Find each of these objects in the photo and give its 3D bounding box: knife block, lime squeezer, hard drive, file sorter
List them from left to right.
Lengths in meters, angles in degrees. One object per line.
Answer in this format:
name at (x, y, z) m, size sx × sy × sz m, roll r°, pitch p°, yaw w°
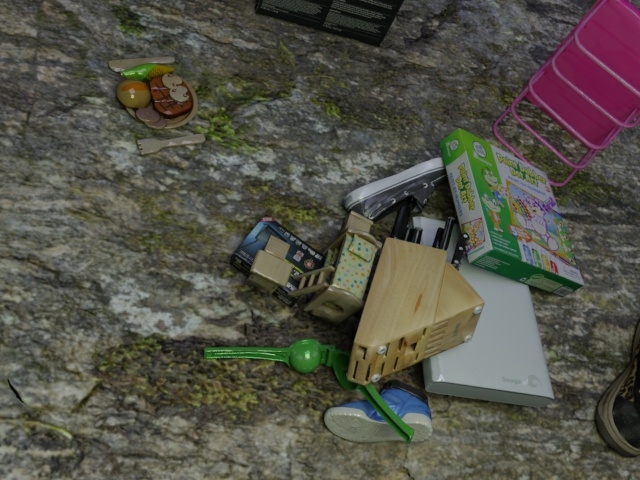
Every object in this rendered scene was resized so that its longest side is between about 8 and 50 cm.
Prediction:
lime squeezer at (-0.006, 0.189, 0.995) m, size 0.310 × 0.059 × 0.110 m, roll 20°, pitch 47°, yaw 15°
knife block at (0.111, 0.058, 1.041) m, size 0.275 × 0.088 × 0.242 m, roll -18°, pitch 48°, yaw -24°
hard drive at (0.250, 0.107, 1.138) m, size 0.203 × 0.040 × 0.307 m, roll 11°, pitch 50°, yaw -15°
file sorter at (0.491, -0.266, 1.316) m, size 0.202 × 0.291 × 0.182 m, roll 42°, pitch 59°, yaw 6°

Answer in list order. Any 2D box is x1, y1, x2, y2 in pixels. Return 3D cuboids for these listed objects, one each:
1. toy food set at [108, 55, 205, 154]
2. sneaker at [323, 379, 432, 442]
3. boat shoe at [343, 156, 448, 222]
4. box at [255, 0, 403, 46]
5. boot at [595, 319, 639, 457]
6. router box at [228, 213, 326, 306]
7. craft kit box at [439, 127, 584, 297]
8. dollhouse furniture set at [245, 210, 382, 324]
toy food set at (-0.266, -0.238, 1.164) m, size 0.132 × 0.038 × 0.192 m, roll -14°, pitch 68°, yaw -27°
sneaker at (0.083, 0.241, 1.017) m, size 0.152 × 0.058 × 0.084 m, roll 1°, pitch 32°, yaw 5°
boat shoe at (0.150, -0.077, 1.208) m, size 0.228 × 0.080 × 0.076 m, roll -20°, pitch 77°, yaw -28°
box at (0.027, -0.496, 1.333) m, size 0.261 × 0.184 × 0.103 m, roll 11°, pitch 59°, yaw -15°
boot at (0.618, 0.166, 1.117) m, size 0.138 × 0.284 × 0.377 m, roll 46°, pitch 58°, yaw 9°
router box at (-0.065, 0.030, 1.087) m, size 0.122 × 0.038 × 0.092 m, roll 35°, pitch 56°, yaw 1°
craft kit box at (0.327, -0.045, 1.211) m, size 0.250 × 0.061 × 0.247 m, roll 18°, pitch 47°, yaw -35°
dollhouse furniture set at (0.000, 0.000, 1.040) m, size 0.161 × 0.101 × 0.182 m, roll 27°, pitch 58°, yaw -13°
